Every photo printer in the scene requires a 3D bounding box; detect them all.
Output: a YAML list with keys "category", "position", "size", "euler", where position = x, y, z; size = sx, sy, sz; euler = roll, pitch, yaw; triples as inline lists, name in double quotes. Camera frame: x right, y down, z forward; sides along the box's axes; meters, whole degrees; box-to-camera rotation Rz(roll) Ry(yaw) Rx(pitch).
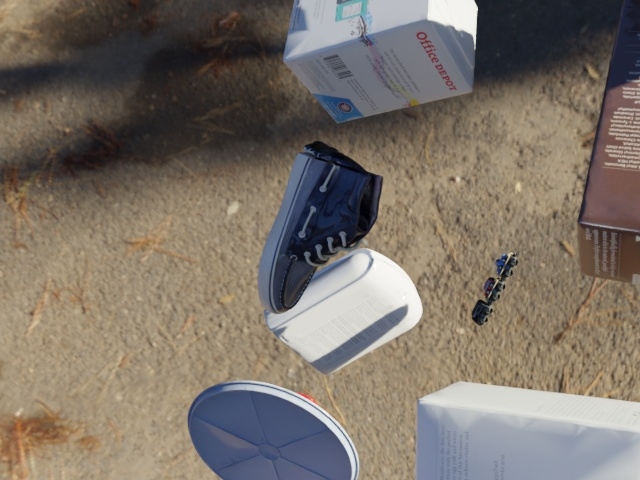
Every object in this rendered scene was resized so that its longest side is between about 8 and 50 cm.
- category: "photo printer"
  position: [0.065, 0.158, 1.705]
  size: [0.308, 0.256, 0.107]
  euler: [-32, 42, 15]

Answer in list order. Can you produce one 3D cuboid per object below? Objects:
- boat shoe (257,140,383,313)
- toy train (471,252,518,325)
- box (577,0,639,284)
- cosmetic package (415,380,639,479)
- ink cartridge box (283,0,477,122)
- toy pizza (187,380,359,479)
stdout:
- category: "boat shoe"
  position: [0.000, 0.000, 1.381]
  size: [0.158, 0.127, 0.340]
  euler: [24, 107, 30]
- category: "toy train"
  position: [0.320, 0.087, 1.390]
  size: [0.036, 0.158, 0.027]
  euler: [32, 24, 23]
- category: "box"
  position: [0.471, -0.144, 1.076]
  size: [0.143, 0.191, 0.381]
  euler: [8, 68, 23]
- category: "cosmetic package"
  position: [0.225, 0.279, 0.786]
  size: [0.225, 0.138, 0.224]
  euler: [2, 90, 29]
- category: "ink cartridge box"
  position: [0.111, -0.359, 1.305]
  size: [0.270, 0.198, 0.197]
  euler: [-7, 60, 30]
- category: "toy pizza"
  position: [-0.052, 0.225, 0.839]
  size: [0.201, 0.201, 0.032]
  euler: [5, 36, 17]
